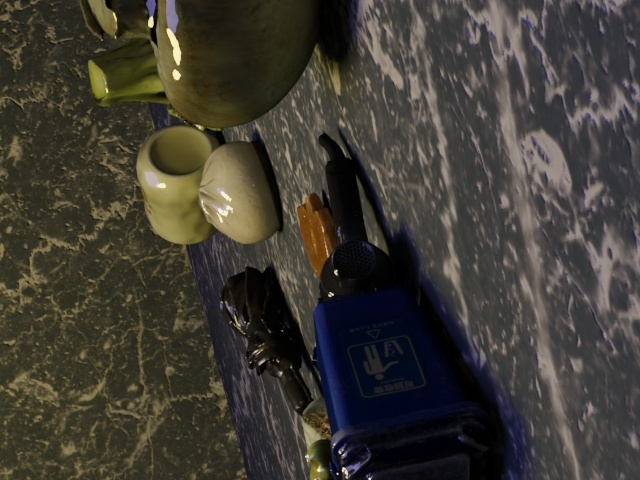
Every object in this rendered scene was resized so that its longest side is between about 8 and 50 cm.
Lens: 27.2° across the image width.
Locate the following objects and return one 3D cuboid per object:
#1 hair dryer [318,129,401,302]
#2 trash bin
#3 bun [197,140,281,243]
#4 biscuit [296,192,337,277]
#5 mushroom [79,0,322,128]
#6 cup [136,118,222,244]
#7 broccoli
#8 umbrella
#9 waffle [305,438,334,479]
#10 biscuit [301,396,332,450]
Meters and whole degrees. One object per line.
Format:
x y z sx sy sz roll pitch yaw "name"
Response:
0.040 -0.010 1.548 0.235 0.091 0.271 75 -172 -64 "hair dryer"
0.072 0.177 1.360 0.234 0.163 0.184 -108 11 -46 "trash bin"
-0.139 -0.073 2.155 0.173 0.120 0.172 163 90 -79 "bun"
0.003 0.004 1.788 0.184 0.027 0.133 133 120 -79 "biscuit"
-0.135 -0.300 1.479 0.352 0.260 0.352 166 90 -74 "mushroom"
-0.244 -0.143 2.591 0.173 0.255 0.202 25 150 16 "cup"
-0.241 -0.260 2.084 0.263 0.243 0.247 67 154 15 "broccoli"
-0.082 0.173 2.259 0.340 0.118 0.118 -123 21 -45 "umbrella"
0.077 0.361 1.485 0.317 0.073 0.297 39 -153 -63 "waffle"
0.039 0.327 1.897 0.309 0.079 0.186 174 79 -78 "biscuit"
